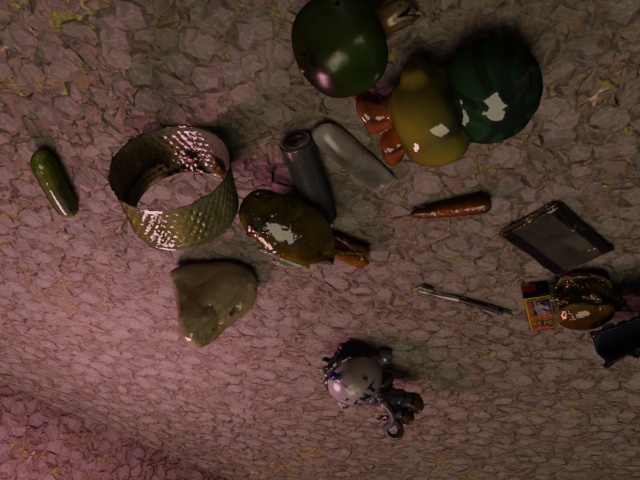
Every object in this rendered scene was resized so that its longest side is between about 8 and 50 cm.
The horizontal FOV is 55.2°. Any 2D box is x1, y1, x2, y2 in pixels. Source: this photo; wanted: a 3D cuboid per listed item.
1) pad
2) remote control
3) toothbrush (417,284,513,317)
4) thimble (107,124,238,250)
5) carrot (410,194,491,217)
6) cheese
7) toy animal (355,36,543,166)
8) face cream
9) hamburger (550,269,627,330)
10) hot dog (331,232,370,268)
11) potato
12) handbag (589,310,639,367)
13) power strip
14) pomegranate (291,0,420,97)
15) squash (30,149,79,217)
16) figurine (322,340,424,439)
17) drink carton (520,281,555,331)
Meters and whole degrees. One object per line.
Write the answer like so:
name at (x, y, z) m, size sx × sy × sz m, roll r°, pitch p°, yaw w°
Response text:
pad at (0.574, 0.003, 1.492) m, size 0.233 × 0.022 × 0.174 m, roll 32°, pitch 136°, yaw -25°
remote control at (0.071, -0.179, 1.369) m, size 0.073 × 0.044 × 0.229 m, roll -29°, pitch 126°, yaw 35°
toothbrush at (0.412, 0.172, 1.737) m, size 0.288 × 0.024 × 0.026 m, roll 16°, pitch 127°, yaw -5°
thimble at (-0.316, -0.119, 1.364) m, size 0.271 × 0.270 × 0.150 m, roll 5°, pitch 142°, yaw 8°
carrot at (0.306, -0.076, 1.444) m, size 0.191 × 0.047 × 0.047 m, roll -6°, pitch 138°, yaw 26°
cheese at (-0.300, 0.181, 1.771) m, size 0.248 × 0.251 × 0.173 m, roll -14°, pitch 138°, yaw 5°
toy animal at (0.241, -0.239, 1.138) m, size 0.338 × 0.191 × 0.216 m, roll -16°, pitch 134°, yaw 29°
face cream at (-0.020, -0.128, 1.430) m, size 0.073 × 0.073 × 0.283 m, roll -4°, pitch 139°, yaw 17°
hamburger at (0.689, 0.165, 1.576) m, size 0.185 × 0.131 × 0.159 m, roll -6°, pitch 142°, yaw 14°
hot dog at (0.000, 0.000, 1.589) m, size 0.289 × 0.068 × 0.083 m, roll 20°, pitch 167°, yaw -15°
potato at (-0.074, -0.027, 1.420) m, size 0.251 × 0.113 × 0.149 m, roll 36°, pitch 112°, yaw -11°
handbag at (0.862, 0.213, 1.549) m, size 0.326 × 0.118 × 0.269 m, roll -28°, pitch 156°, yaw 23°
power strip at (-0.089, 0.037, 1.586) m, size 0.213 × 0.064 × 0.198 m, roll 22°, pitch 174°, yaw -14°
pomegranate at (0.061, -0.356, 1.071) m, size 0.225 × 0.187 × 0.187 m, roll -27°, pitch 132°, yaw 7°
squash at (-0.684, -0.142, 1.579) m, size 0.066 × 0.066 × 0.228 m, roll 5°, pitch 142°, yaw 7°
figurine at (0.170, 0.479, 2.046) m, size 0.382 × 0.261 × 0.186 m, roll 32°, pitch -179°, yaw -26°
drink carton at (0.597, 0.181, 1.678) m, size 0.071 × 0.056 × 0.165 m, roll -13°, pitch 136°, yaw 16°
